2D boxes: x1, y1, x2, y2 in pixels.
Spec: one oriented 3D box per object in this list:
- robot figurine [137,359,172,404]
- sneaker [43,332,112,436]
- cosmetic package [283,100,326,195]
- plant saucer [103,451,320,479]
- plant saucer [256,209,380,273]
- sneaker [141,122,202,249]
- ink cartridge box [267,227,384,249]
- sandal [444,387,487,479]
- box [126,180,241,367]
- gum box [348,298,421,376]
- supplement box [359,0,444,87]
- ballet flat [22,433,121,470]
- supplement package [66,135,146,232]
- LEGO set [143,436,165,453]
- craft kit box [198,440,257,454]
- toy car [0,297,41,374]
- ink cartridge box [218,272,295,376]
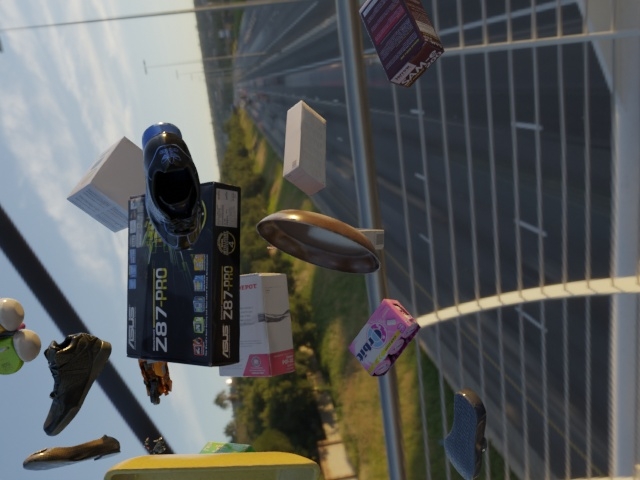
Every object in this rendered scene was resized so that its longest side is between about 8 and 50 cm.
[{"bbox_3d":[-0.504,0.356,1.805,0.211,0.085,0.291,-118,22,-47],"label":"robot figurine"},{"bbox_3d":[-0.570,0.306,1.319,0.087,0.130,0.228,3,62,52],"label":"sneaker"},{"bbox_3d":[-0.038,-0.235,1.524,0.098,0.060,0.239,33,-137,-34],"label":"cosmetic package"},{"bbox_3d":[-0.193,0.474,1.012,0.081,0.332,0.333,-115,33,-61],"label":"plant saucer"},{"bbox_3d":[0.000,0.000,1.436,0.311,0.310,0.050,105,-178,-73],"label":"plant saucer"},{"bbox_3d":[-0.209,-0.051,0.858,0.232,0.081,0.091,91,160,-49],"label":"sneaker"},{"bbox_3d":[0.023,-0.005,1.775,0.296,0.261,0.066,-3,-85,-68],"label":"ink cartridge box"},{"bbox_3d":[0.310,0.401,1.225,0.097,0.054,0.255,51,151,44],"label":"sandal"},{"bbox_3d":[-0.319,0.079,1.383,0.318,0.097,0.395,-4,84,41],"label":"box"},{"bbox_3d":[0.171,0.253,1.588,0.107,0.062,0.188,48,113,37],"label":"gum box"},{"bbox_3d":[0.188,-0.498,1.420,0.130,0.073,0.240,-42,55,42],"label":"supplement box"},{"bbox_3d":[-0.606,0.517,1.476,0.084,0.249,0.058,-32,64,32],"label":"ballet flat"},{"bbox_3d":[-0.647,-0.173,1.935,0.262,0.198,0.199,-11,46,53],"label":"supplement package"},{"bbox_3d":[-0.515,0.646,1.883,0.023,0.083,0.054,6,84,43],"label":"LEGO set"},{"bbox_3d":[-0.311,0.655,1.617,0.061,0.247,0.249,51,144,-15],"label":"craft kit box"},{"bbox_3d":[-0.718,0.207,1.342,0.136,0.159,0.182,-122,11,-73],"label":"toy car"},{"bbox_3d":[-0.193,0.241,1.725,0.117,0.207,0.283,2,-99,-53],"label":"ink cartridge box"}]
